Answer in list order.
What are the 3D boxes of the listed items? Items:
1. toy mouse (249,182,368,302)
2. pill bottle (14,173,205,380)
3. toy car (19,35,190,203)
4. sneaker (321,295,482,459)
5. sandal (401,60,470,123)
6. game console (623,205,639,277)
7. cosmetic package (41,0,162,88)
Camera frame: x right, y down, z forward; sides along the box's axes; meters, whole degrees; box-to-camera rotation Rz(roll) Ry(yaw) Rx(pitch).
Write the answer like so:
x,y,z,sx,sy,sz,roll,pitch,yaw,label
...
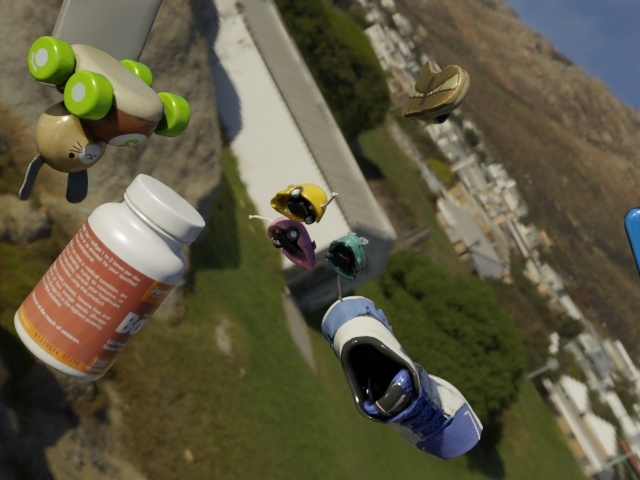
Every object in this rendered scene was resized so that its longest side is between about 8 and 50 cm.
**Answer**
x,y,z,sx,sy,sz,roll,pitch,yaw,label
0.000,0.000,0.974,0.161,0.031,0.143,3,-47,47,toy mouse
-0.227,0.039,1.081,0.121,0.216,0.121,38,9,-7,pill bottle
-0.274,-0.118,1.141,0.149,0.188,0.155,42,19,28,toy car
0.120,0.242,1.508,0.315,0.127,0.182,47,11,-15,sneaker
0.135,-0.160,1.097,0.049,0.072,0.180,26,3,-14,sandal
0.686,0.027,1.717,0.173,0.293,0.250,-11,84,-86,game console
-0.311,-0.326,1.428,0.127,0.238,0.107,18,28,-23,cosmetic package
